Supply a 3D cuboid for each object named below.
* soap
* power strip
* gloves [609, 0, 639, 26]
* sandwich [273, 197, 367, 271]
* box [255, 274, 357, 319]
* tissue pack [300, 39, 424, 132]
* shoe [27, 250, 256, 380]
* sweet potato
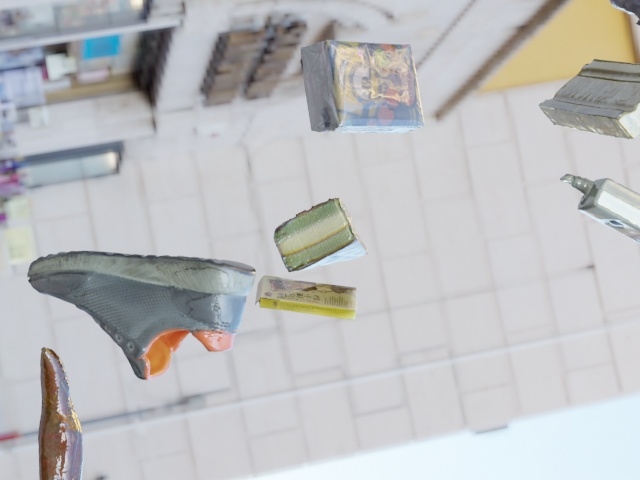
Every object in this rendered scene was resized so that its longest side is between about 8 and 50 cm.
[{"bbox_3d":[0.337,-0.168,1.630,0.037,0.092,0.252,49,-2,-13],"label":"soap"},{"bbox_3d":[0.282,-0.008,1.161,0.030,0.191,0.047,-63,-175,-7],"label":"power strip"},{"bbox_3d":[0.482,-0.285,1.759,0.285,0.142,0.119,31,-43,33],"label":"gloves"},{"bbox_3d":[0.000,0.000,2.107,0.163,0.113,0.079,39,28,-80],"label":"sandwich"},{"bbox_3d":[-0.020,0.083,2.047,0.073,0.149,0.020,-88,-175,-63],"label":"box"},{"bbox_3d":[0.053,-0.184,1.694,0.060,0.148,0.109,-13,-97,48],"label":"tissue pack"},{"bbox_3d":[-0.248,0.103,1.907,0.132,0.336,0.171,7,86,-67],"label":"shoe"},{"bbox_3d":[-0.341,0.263,1.823,0.078,0.058,0.255,-13,98,-87],"label":"sweet potato"}]
